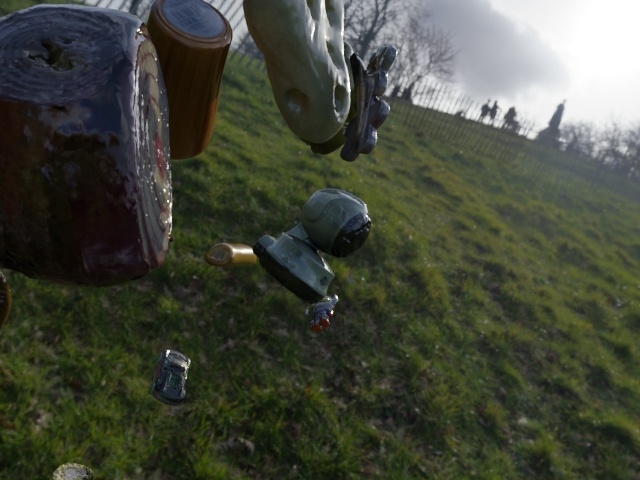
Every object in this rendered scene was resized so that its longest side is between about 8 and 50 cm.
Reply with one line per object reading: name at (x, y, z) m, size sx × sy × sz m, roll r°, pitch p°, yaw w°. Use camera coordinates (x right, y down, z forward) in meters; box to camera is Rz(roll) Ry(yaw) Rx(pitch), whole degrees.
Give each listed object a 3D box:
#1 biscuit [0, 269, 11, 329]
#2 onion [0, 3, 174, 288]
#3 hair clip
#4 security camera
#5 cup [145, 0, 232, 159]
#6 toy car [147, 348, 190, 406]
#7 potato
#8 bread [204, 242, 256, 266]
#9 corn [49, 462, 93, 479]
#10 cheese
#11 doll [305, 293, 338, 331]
biscuit at (-0.543, 0.087, 0.717) m, size 0.212 × 0.212 × 0.036 m, roll 17°, pitch 11°, yaw -44°
onion at (-0.308, -0.110, 0.597) m, size 0.260 × 0.337 × 0.282 m, roll -2°, pitch -22°, yaw -12°
hair clip at (0.089, -0.271, 1.010) m, size 0.075 × 0.257 × 0.146 m, roll 15°, pitch -21°, yaw -28°
security camera at (0.000, 0.000, 1.301) m, size 0.191 × 0.277 × 0.197 m, roll 39°, pitch -1°, yaw 29°
cup at (-0.258, -0.297, 0.928) m, size 0.182 × 0.264 × 0.226 m, roll 0°, pitch 57°, yaw -30°
toy car at (-0.302, 0.274, 1.072) m, size 0.069 × 0.055 × 0.142 m, roll 30°, pitch 24°, yaw -22°
potato at (0.026, -0.438, 1.627) m, size 0.218 × 0.351 × 0.202 m, roll 5°, pitch 19°, yaw -30°
bread at (-0.270, 0.045, 1.608) m, size 0.092 × 0.074 × 0.239 m, roll 11°, pitch 0°, yaw 12°
corn at (-0.742, 0.778, 1.493) m, size 0.123 × 0.305 × 0.122 m, roll 17°, pitch 12°, yaw -28°
cheese at (-0.016, -0.423, 1.111) m, size 0.129 × 0.328 × 0.351 m, roll -4°, pitch -46°, yaw 24°
doll at (0.001, 0.205, 1.523) m, size 0.062 × 0.104 × 0.195 m, roll 36°, pitch 15°, yaw -10°
